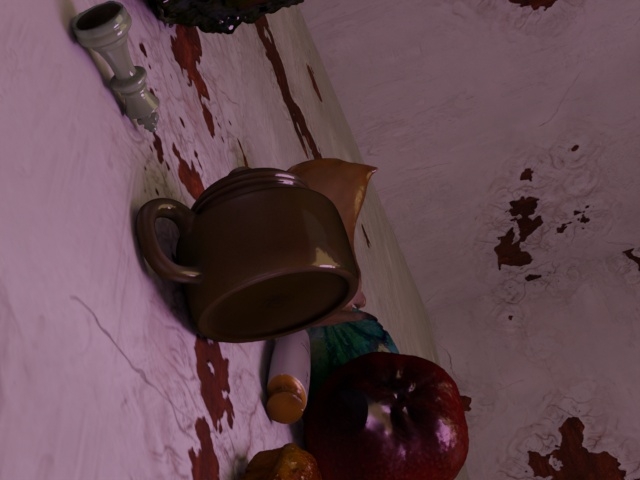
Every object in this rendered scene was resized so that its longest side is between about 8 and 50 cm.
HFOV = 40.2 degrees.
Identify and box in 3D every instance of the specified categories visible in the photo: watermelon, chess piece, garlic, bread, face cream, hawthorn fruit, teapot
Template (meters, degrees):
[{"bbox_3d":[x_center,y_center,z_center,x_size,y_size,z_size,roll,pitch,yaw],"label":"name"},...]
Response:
[{"bbox_3d":[0.048,0.185,1.360,0.128,0.146,0.231,33,41,-74],"label":"watermelon"},{"bbox_3d":[-0.205,-0.173,0.919,0.059,0.059,0.149,-98,173,-48],"label":"chess piece"},{"bbox_3d":[-0.012,0.013,1.251,0.151,0.196,0.338,49,28,-32],"label":"garlic"},{"bbox_3d":[-0.013,0.353,0.912,0.139,0.077,0.270,-40,113,-77],"label":"bread"},{"bbox_3d":[-0.040,0.175,1.166,0.182,0.051,0.072,-82,156,-68],"label":"face cream"},{"bbox_3d":[0.090,0.300,1.224,0.210,0.230,0.266,38,-47,54],"label":"hawthorn fruit"},{"bbox_3d":[-0.077,-0.002,0.945,0.268,0.185,0.175,6,53,-40],"label":"teapot"}]

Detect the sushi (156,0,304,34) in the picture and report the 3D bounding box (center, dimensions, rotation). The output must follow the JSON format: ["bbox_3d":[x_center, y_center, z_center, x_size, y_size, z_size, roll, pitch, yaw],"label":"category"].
[{"bbox_3d":[-0.107,-0.408,1.181,0.352,0.294,0.178,-25,93,-82],"label":"sushi"}]

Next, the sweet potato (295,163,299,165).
[{"bbox_3d":[-0.001,-0.052,1.805,0.067,0.059,0.281,72,4,-69],"label":"sweet potato"}]
